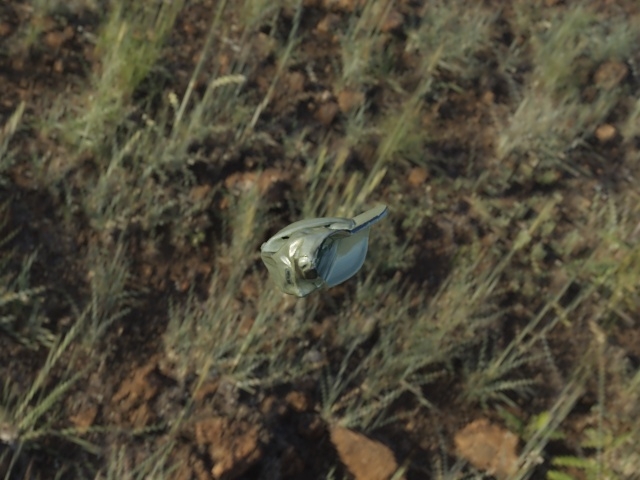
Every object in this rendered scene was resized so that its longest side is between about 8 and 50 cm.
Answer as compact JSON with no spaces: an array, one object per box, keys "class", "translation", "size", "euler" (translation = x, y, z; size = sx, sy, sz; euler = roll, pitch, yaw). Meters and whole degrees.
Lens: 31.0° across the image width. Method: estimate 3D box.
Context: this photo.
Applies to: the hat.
[{"class":"hat","translation":[0.007,0.001,1.178],"size":[0.081,0.122,0.166],"euler":[45,50,16]}]
